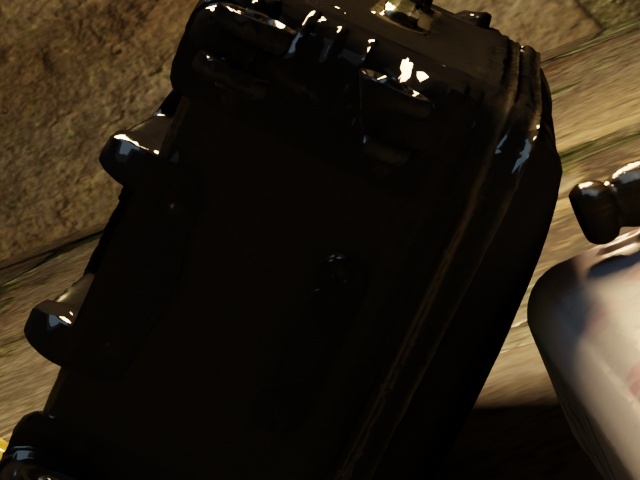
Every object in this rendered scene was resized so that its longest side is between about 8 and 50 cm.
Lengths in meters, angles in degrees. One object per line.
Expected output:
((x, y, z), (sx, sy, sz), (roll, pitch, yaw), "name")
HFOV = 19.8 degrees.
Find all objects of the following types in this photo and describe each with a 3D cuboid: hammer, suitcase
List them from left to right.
((0.000, 0.000, 0.913), (0.434, 0.194, 0.283), (-65, 0, -78), "suitcase")
((0.148, 0.004, 0.636), (0.058, 0.029, 0.292), (-25, 12, -1), "hammer")

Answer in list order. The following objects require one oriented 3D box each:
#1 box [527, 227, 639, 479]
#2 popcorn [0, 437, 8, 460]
((0.192, 0.059, 0.628), (0.190, 0.112, 0.369), (-24, 11, 3), "box")
((-0.189, 0.158, 0.840), (0.170, 0.180, 0.180), (15, 29, 27), "popcorn")
